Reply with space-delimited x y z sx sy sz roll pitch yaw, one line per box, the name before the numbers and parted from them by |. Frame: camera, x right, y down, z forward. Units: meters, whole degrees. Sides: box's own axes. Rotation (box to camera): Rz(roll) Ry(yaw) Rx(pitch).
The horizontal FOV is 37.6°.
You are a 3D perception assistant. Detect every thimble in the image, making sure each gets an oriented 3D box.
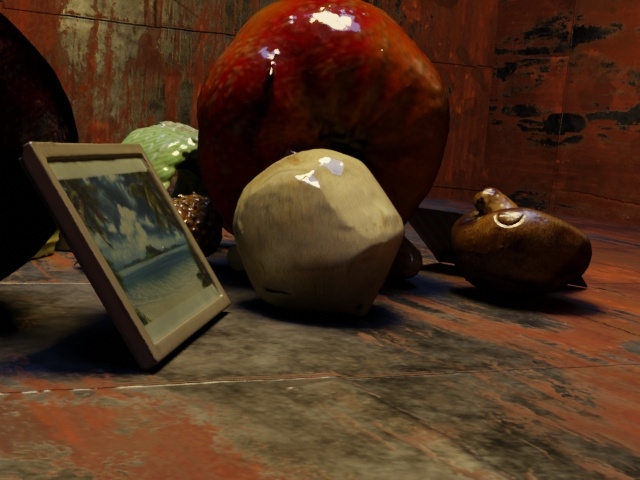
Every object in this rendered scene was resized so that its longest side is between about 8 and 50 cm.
thimble | -0.261 -0.095 1.643 0.150 0.219 0.219 21 15 35

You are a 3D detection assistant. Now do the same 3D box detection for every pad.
pad | 0.291 0.009 1.613 0.299 0.005 0.202 10 -25 38

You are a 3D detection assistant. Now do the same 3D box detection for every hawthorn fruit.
hawthorn fruit | -0.018 -0.171 1.454 0.402 0.403 0.403 5 7 -1

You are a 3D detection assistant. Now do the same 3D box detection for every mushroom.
mushroom | 0.293 0.021 1.402 0.194 0.138 0.231 32 -6 -2

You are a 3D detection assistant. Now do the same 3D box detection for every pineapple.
pineapple | -0.259 -0.012 1.440 0.125 0.125 0.251 9 13 36

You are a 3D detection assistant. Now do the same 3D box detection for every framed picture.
framed picture | -0.191 -0.001 0.992 0.024 0.232 0.315 -30 2 10

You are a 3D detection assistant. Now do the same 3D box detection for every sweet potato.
sweet potato | 0.102 0.016 1.537 0.097 0.097 0.251 2 11 -24

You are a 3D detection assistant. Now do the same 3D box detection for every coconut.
coconut | 0.000 0.000 1.197 0.224 0.224 0.224 5 7 -1

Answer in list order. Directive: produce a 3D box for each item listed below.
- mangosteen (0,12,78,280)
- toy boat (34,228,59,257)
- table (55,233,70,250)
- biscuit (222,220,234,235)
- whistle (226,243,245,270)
mangosteen | -0.461 -0.075 0.961 0.382 0.382 0.435 6 42 14
toy boat | -0.482 -0.015 1.398 0.111 0.084 0.276 9 1 11
table | -0.416 -0.011 1.595 0.133 0.043 0.133 4 7 0
biscuit | -0.057 -0.086 1.734 0.274 0.213 0.091 -32 28 17
whistle | -0.061 0.012 1.551 0.126 0.067 0.258 11 12 31
